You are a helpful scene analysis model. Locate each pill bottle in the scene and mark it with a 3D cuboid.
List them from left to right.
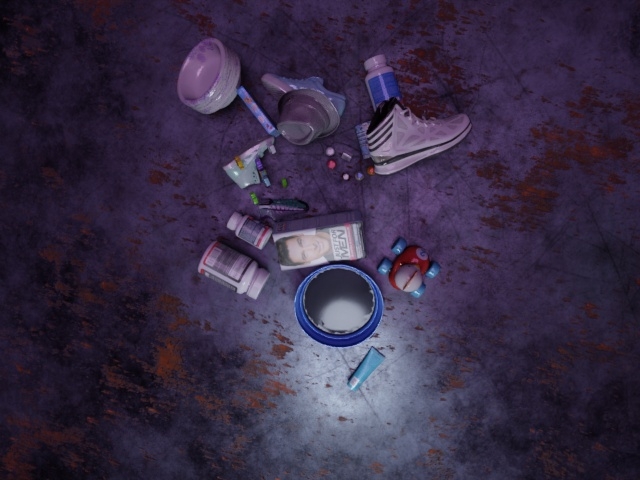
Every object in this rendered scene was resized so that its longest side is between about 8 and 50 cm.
[{"bbox_3d":[-0.373,0.132,1.857,0.283,0.161,0.161,28,99,0],"label":"pill bottle"},{"bbox_3d":[-0.310,-0.049,1.853,0.180,0.108,0.108,30,99,-1],"label":"pill bottle"},{"bbox_3d":[0.252,-0.627,1.724,0.124,0.124,0.222,-18,97,6],"label":"pill bottle"}]

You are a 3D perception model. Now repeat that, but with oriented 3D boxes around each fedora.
[{"bbox_3d":[-0.072,-0.471,1.697,0.275,0.244,0.125,5,58,39],"label":"fedora"}]

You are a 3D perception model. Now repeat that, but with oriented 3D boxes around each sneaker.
[{"bbox_3d":[-0.279,-0.335,1.833,0.255,0.094,0.151,-38,120,-7],"label":"sneaker"},{"bbox_3d":[-0.161,-0.126,1.861,0.223,0.083,0.098,5,123,5],"label":"sneaker"},{"bbox_3d":[-0.062,-0.617,1.761,0.365,0.135,0.150,28,81,-3],"label":"sneaker"},{"bbox_3d":[0.381,-0.455,1.647,0.447,0.169,0.258,-27,118,-9],"label":"sneaker"}]

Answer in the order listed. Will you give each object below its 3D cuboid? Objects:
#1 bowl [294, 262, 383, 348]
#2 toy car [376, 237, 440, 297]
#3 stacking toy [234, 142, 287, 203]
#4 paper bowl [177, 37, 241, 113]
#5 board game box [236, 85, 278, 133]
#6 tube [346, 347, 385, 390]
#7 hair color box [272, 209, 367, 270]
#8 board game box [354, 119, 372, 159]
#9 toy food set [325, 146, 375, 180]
[{"bbox_3d":[0.080,0.281,1.867,0.390,0.077,0.392,1,105,3],"label":"bowl"},{"bbox_3d":[0.377,0.131,1.763,0.219,0.238,0.210,35,99,-2],"label":"toy car"},{"bbox_3d":[-0.247,-0.284,1.791,0.166,0.052,0.221,-28,124,-14],"label":"stacking toy"},{"bbox_3d":[-0.437,-0.653,1.723,0.284,0.148,0.285,-8,75,34],"label":"paper bowl"},{"bbox_3d":[-0.249,-0.528,1.756,0.039,0.160,0.212,-38,93,9],"label":"board game box"},{"bbox_3d":[0.203,0.592,1.938,0.080,0.052,0.207,38,94,-7],"label":"tube"},{"bbox_3d":[0.000,0.000,1.807,0.373,0.114,0.186,-8,119,6],"label":"hair color box"},{"bbox_3d":[0.261,-0.415,1.785,0.194,0.060,0.194,-16,96,6],"label":"board game box"},{"bbox_3d":[0.116,-0.314,1.786,0.232,0.104,0.111,29,99,0],"label":"toy food set"}]
